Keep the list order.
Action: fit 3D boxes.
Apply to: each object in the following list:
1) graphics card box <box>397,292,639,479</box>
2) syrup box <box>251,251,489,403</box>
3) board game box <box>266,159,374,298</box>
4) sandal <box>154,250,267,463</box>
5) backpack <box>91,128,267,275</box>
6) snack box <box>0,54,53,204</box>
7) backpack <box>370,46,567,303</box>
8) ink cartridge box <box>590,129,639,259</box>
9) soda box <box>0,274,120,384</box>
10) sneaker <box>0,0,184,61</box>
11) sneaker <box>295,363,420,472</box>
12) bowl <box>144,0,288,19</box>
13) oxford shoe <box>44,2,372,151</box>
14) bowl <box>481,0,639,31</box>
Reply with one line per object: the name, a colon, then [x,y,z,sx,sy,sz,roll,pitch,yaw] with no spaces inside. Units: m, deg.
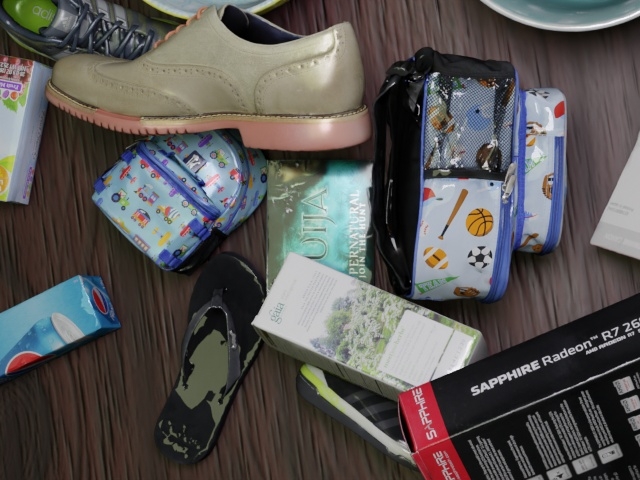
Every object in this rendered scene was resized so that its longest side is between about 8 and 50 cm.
graphics card box: [0.289,0.186,1.684,0.371,0.232,0.094,-23,39,7]
syrup box: [0.054,0.107,1.780,0.237,0.096,0.093,22,76,18]
board game box: [0.000,0.000,1.878,0.126,0.026,0.186,0,88,4]
sandal: [-0.125,0.139,1.902,0.097,0.054,0.254,16,92,15]
backpack: [-0.154,-0.065,1.887,0.173,0.117,0.158,-43,79,7]
snack box: [-0.442,-0.146,1.988,0.207,0.070,0.174,12,91,16]
backpack: [0.151,-0.062,1.749,0.213,0.276,0.263,10,94,2]
ink cartridge box: [0.426,-0.079,1.656,0.066,0.296,0.261,23,91,-28]
soda box: [-0.351,0.115,1.956,0.210,0.067,0.071,-26,82,13]
sneaker: [-0.264,-0.235,1.918,0.300,0.121,0.111,19,93,15]
sneaker: [0.079,0.180,1.832,0.235,0.084,0.097,31,95,14]
bowl: [-0.097,-0.380,1.862,0.290,0.156,0.289,0,88,15]
oxford shoe: [-0.125,-0.190,1.780,0.397,0.140,0.146,6,109,23]
bowl: [0.282,-0.365,1.759,0.312,0.163,0.311,-1,87,15]
